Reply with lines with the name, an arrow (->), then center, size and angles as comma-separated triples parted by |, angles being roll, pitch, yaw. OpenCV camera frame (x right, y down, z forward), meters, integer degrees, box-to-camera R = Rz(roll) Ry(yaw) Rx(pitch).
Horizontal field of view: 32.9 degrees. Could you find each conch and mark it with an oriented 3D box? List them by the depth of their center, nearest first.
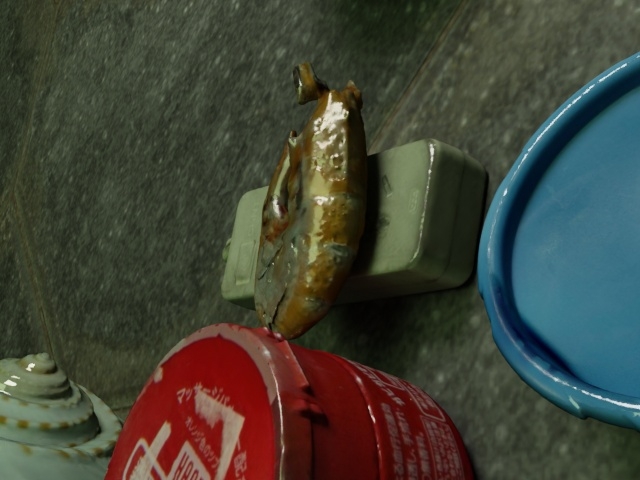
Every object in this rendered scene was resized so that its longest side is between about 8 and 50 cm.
conch -> -0.217, 0.252, 0.832 | 0.303, 0.215, 0.319 | -150, 50, -63

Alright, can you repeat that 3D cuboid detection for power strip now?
power strip -> 0.000, 0.000, 0.789 | 0.288, 0.053, 0.093 | -13, 63, 52

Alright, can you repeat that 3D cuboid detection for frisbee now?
frisbee -> 0.185, -0.012, 0.488 | 0.242, 0.045, 0.242 | -26, 37, 22

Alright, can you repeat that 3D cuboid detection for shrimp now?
shrimp -> -0.016, -0.027, 0.729 | 0.132, 0.052, 0.187 | 1, 76, 55

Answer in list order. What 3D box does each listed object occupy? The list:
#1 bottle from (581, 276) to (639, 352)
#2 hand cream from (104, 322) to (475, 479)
bottle -> 0.163, 0.067, 0.501 | 0.060, 0.060, 0.217 | -60, 32, 14
hand cream -> -0.026, 0.171, 0.646 | 0.230, 0.149, 0.230 | -34, 47, 46
